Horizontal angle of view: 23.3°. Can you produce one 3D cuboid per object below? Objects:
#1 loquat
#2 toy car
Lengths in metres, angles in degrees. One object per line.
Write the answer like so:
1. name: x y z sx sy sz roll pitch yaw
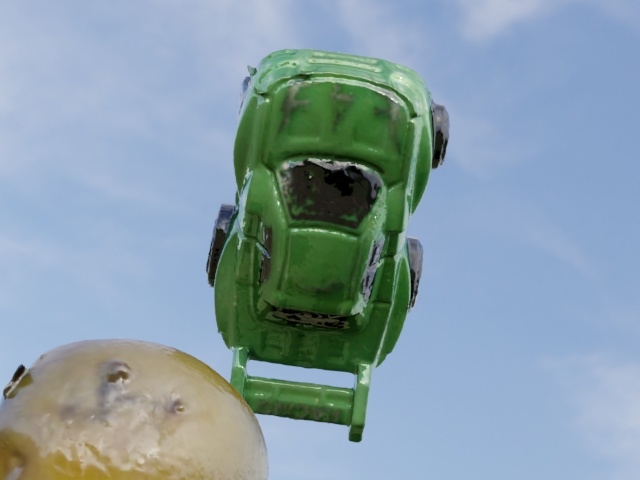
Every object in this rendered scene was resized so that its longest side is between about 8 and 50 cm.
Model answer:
1. loquat: -0.151 0.191 1.207 0.244 0.244 0.244 17 -31 10
2. toy car: 0.000 0.000 1.514 0.213 0.176 0.358 10 -60 -2
